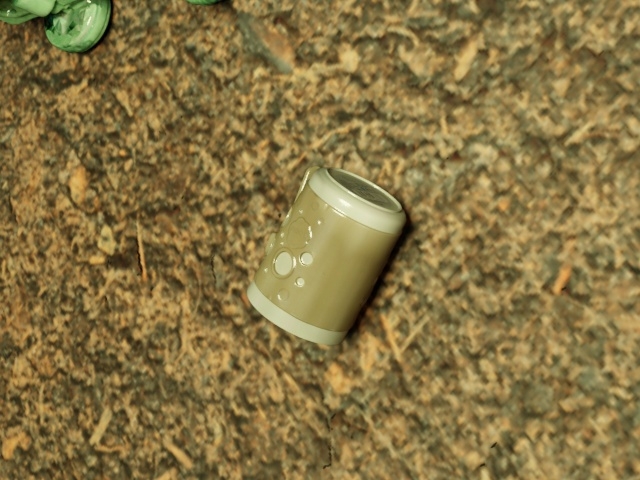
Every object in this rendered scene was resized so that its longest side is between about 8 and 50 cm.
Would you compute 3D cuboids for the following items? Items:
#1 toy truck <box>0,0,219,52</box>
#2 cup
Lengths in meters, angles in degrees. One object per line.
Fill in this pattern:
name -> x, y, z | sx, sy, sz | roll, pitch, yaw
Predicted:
toy truck -> -0.185, -0.249, 0.877 | 0.279, 0.155, 0.156 | -11, 72, 36
cup -> 0.007, 0.004, 0.778 | 0.074, 0.102, 0.099 | 28, 106, -5
